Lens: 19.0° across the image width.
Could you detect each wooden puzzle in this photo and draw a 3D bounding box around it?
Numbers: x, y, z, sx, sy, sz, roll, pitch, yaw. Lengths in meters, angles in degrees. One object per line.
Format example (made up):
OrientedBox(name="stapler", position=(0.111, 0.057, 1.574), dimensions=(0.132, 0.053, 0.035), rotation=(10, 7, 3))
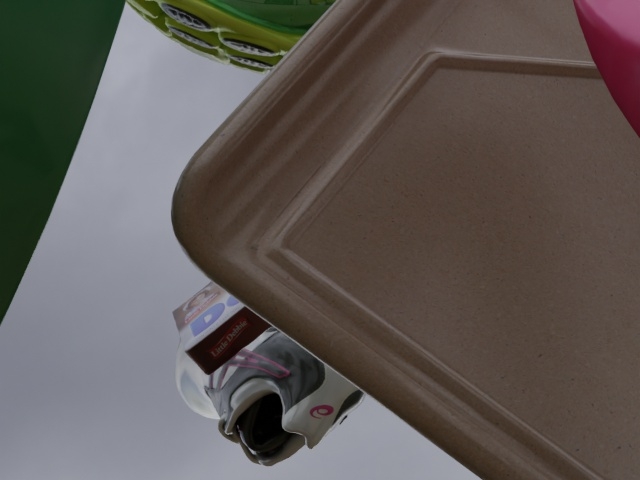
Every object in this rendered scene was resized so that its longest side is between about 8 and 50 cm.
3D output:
OrientedBox(name="wooden puzzle", position=(0.091, 0.003, 0.655), dimensions=(0.239, 0.221, 0.044), rotation=(39, -40, 0))

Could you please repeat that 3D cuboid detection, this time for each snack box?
OrientedBox(name="snack box", position=(0.000, 0.000, 1.007), dimensions=(0.178, 0.064, 0.022), rotation=(-38, -69, 2))

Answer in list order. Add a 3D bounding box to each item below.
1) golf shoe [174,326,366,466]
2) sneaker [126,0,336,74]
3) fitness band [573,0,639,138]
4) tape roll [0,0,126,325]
OrientedBox(name="golf shoe", position=(-0.053, 0.109, 1.448), dimensions=(0.105, 0.120, 0.273), rotation=(37, -28, -16))
OrientedBox(name="sneaker", position=(-0.003, -0.177, 1.334), dimensions=(0.295, 0.123, 0.109), rotation=(10, -10, -8))
OrientedBox(name="fitness band", position=(0.176, -0.119, 0.506), dimensions=(0.209, 0.291, 0.054), rotation=(-7, -53, 31))
OrientedBox(name="tape roll", position=(-0.154, -0.070, 0.698), dimensions=(0.077, 0.321, 0.321), rotation=(19, -45, -22))
